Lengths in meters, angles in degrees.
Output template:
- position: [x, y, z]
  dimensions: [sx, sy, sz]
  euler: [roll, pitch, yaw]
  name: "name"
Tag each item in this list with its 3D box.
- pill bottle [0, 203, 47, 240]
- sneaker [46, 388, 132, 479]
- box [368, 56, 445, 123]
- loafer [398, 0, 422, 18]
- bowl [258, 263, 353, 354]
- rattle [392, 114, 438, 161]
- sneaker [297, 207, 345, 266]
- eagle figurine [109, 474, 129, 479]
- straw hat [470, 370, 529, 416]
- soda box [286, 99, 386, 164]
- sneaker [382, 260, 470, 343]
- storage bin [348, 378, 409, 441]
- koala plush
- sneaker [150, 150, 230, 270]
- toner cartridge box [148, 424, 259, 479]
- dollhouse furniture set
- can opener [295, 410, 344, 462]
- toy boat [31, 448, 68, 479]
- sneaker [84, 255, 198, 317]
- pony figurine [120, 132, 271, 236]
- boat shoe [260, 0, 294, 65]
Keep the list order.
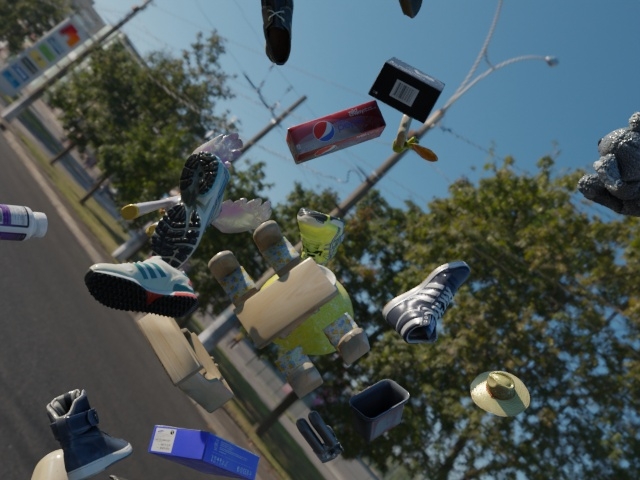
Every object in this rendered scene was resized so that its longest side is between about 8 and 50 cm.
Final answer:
- position: [-0.936, -0.053, 2.011]
  dimensions: [0.194, 0.108, 0.108]
  euler: [6, 29, -49]
  name: "pill bottle"
- position: [-0.449, 0.369, 1.302]
  dimensions: [0.226, 0.086, 0.163]
  euler: [81, -16, -81]
  name: "sneaker"
- position: [0.217, -0.376, 1.652]
  dimensions: [0.156, 0.093, 0.158]
  euler: [29, 23, 2]
  name: "box"
- position: [0.161, -0.504, 1.300]
  dimensions: [0.050, 0.056, 0.148]
  euler: [19, -32, 35]
  name: "loafer"
- position: [-0.031, 0.157, 1.817]
  dimensions: [0.289, 0.290, 0.155]
  euler: [42, -51, 34]
  name: "bowl"
- position: [0.293, -0.339, 1.958]
  dimensions: [0.143, 0.199, 0.130]
  euler: [8, -42, 19]
  name: "rattle"
- position: [0.000, 0.000, 2.185]
  dimensions: [0.145, 0.147, 0.384]
  euler: [18, -10, 15]
  name: "sneaker"
- position: [-0.239, 0.467, 1.068]
  dimensions: [0.225, 0.298, 0.226]
  euler: [39, 28, 16]
  name: "eagle figurine"
- position: [0.435, 0.349, 1.605]
  dimensions: [0.144, 0.145, 0.061]
  euler: [40, -31, 43]
  name: "straw hat"
- position: [0.042, -0.298, 1.834]
  dimensions: [0.092, 0.264, 0.083]
  euler: [118, -50, -76]
  name: "soda box"
- position: [0.323, 0.181, 1.859]
  dimensions: [0.099, 0.282, 0.153]
  euler: [56, 1, -38]
  name: "sneaker"
- position: [0.130, 0.398, 1.554]
  dimensions: [0.098, 0.135, 0.091]
  euler: [31, -50, 42]
  name: "storage bin"
- position: [0.660, -0.165, 1.404]
  dimensions: [0.221, 0.196, 0.203]
  euler: [38, 6, -49]
  name: "koala plush"
- position: [-0.274, -0.051, 1.495]
  dimensions: [0.110, 0.282, 0.122]
  euler: [25, -2, 21]
  name: "sneaker"
- position: [-0.312, 0.592, 1.841]
  dimensions: [0.165, 0.075, 0.347]
  euler: [2, -26, 20]
  name: "toner cartridge box"
- position: [-0.156, 0.174, 1.478]
  dimensions: [0.362, 0.394, 0.256]
  euler: [51, -10, 28]
  name: "dollhouse furniture set"
- position: [-0.006, 0.543, 1.868]
  dimensions: [0.095, 0.076, 0.283]
  euler: [57, -6, 42]
  name: "can opener"
- position: [-0.635, 0.657, 1.668]
  dimensions: [0.148, 0.267, 0.318]
  euler: [25, -34, -30]
  name: "toy boat"
- position: [-0.242, 0.052, 0.894]
  dimensions: [0.161, 0.057, 0.075]
  euler: [20, 34, -38]
  name: "sneaker"
- position: [-0.362, -0.126, 1.965]
  dimensions: [0.363, 0.351, 0.302]
  euler: [-54, 124, -75]
  name: "pony figurine"
- position: [-0.105, -0.558, 1.666]
  dimensions: [0.079, 0.084, 0.232]
  euler: [-102, -169, -60]
  name: "boat shoe"
